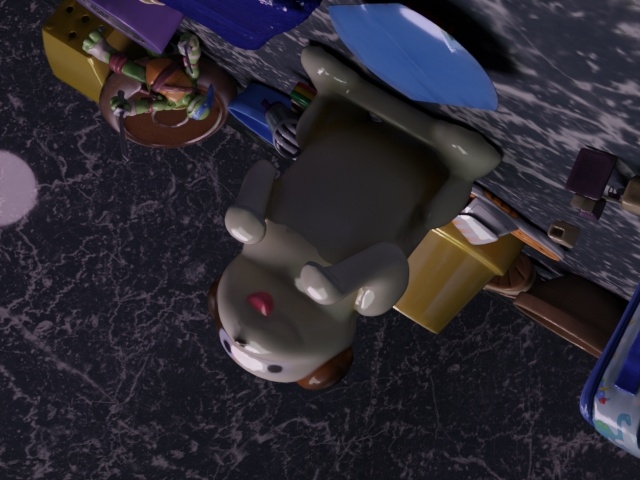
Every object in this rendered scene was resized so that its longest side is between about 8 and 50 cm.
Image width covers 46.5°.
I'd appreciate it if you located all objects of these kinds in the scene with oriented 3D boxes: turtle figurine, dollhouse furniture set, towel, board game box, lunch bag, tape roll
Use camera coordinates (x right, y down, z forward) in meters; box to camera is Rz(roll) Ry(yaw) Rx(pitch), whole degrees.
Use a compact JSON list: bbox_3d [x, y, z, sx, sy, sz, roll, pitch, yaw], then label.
[{"bbox_3d":[-0.337,-0.340,1.442,0.266,0.198,0.275,43,-143,7],"label":"turtle figurine"},{"bbox_3d":[0.286,-0.019,0.677,0.081,0.091,0.114,10,-167,-45],"label":"dollhouse furniture set"},{"bbox_3d":[-0.125,-0.282,0.745,0.228,0.076,0.308,25,-178,-18],"label":"towel"},{"bbox_3d":[0.084,-0.169,0.638,0.133,0.033,0.169,38,172,-34],"label":"board game box"},{"bbox_3d":[0.375,0.126,0.784,0.176,0.219,0.090,31,174,-37],"label":"lunch bag"},{"bbox_3d":[-0.333,-0.406,1.271,0.189,0.080,0.189,32,179,0],"label":"tape roll"}]

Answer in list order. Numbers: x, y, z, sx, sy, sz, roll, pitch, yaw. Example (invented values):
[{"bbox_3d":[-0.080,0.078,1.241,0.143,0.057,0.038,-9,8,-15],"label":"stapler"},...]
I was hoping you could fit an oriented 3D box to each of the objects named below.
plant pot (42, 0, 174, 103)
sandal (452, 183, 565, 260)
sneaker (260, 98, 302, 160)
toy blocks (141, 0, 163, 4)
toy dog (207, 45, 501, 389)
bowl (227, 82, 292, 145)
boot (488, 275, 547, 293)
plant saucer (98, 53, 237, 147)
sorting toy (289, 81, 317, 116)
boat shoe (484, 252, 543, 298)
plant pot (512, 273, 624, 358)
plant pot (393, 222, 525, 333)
[{"bbox_3d":[-0.490,-0.444,1.664,0.212,0.212,0.187,33,170,11],"label":"plant pot"},{"bbox_3d":[0.281,-0.018,1.208,0.265,0.076,0.102,32,180,-12],"label":"sandal"},{"bbox_3d":[-0.014,-0.165,1.248,0.224,0.083,0.098,36,-160,-54],"label":"sneaker"},{"bbox_3d":[-0.229,-0.354,0.966,0.123,0.054,0.148,33,179,-34],"label":"toy blocks"},{"bbox_3d":[0.000,0.000,1.029,0.284,0.408,0.395,33,180,5],"label":"toy dog"},{"bbox_3d":[-0.016,-0.208,1.603,0.391,0.077,0.391,32,-179,0],"label":"bowl"},{"bbox_3d":[0.465,0.085,1.836,0.246,0.083,0.161,26,170,33],"label":"boot"},{"bbox_3d":[-0.338,-0.298,1.685,0.310,0.311,0.050,32,-140,-55],"label":"plant saucer"},{"bbox_3d":[0.019,-0.202,1.223,0.132,0.046,0.274,32,180,-2],"label":"sorting toy"},{"bbox_3d":[0.370,0.057,1.697,0.123,0.123,0.342,34,173,-36],"label":"boat shoe"},{"bbox_3d":[0.502,0.140,1.439,0.237,0.109,0.237,32,-179,-1],"label":"plant pot"},{"bbox_3d":[0.216,0.034,1.405,0.254,0.239,0.254,32,-179,-1],"label":"plant pot"}]
